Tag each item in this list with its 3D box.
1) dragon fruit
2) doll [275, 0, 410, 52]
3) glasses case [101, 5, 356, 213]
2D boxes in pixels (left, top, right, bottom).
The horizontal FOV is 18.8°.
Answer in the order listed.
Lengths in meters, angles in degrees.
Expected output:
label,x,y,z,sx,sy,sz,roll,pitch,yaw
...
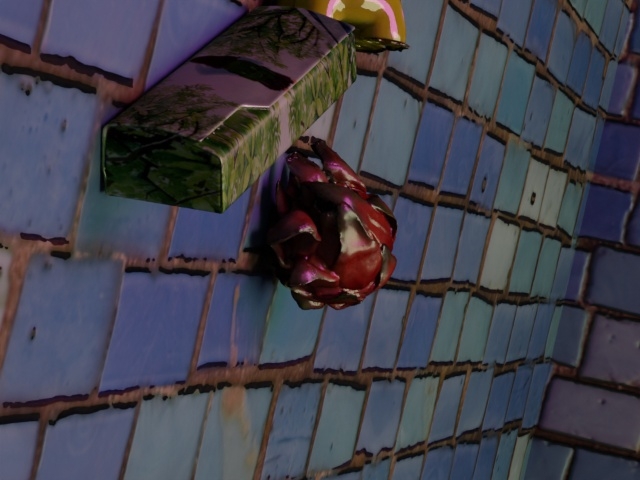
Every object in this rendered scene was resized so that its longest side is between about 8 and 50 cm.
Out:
label,x,y,z,sx,sy,sz,roll,pitch,yaw
dragon fruit,0.005,-0.004,1.723,0.121,0.130,0.142,-40,157,-6
doll,0.036,-0.266,1.612,0.143,0.135,0.221,7,-95,65
glasses case,-0.062,-0.105,1.438,0.272,0.095,0.062,-50,144,-58
